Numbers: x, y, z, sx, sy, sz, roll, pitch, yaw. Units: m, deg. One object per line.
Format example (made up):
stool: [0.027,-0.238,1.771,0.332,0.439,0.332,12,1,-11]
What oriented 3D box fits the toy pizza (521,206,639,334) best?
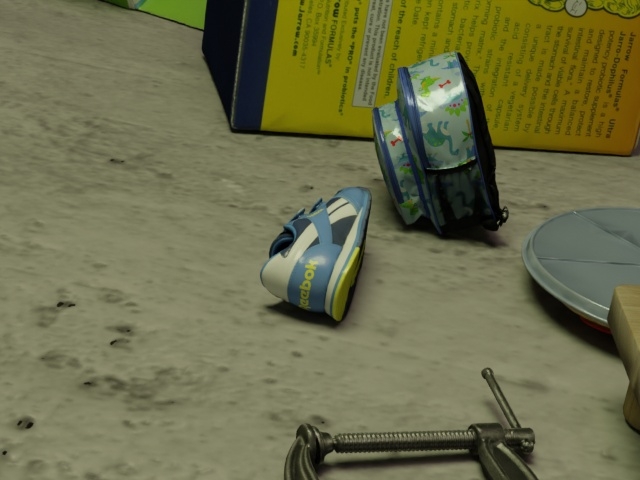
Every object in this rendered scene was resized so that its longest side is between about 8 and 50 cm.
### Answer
toy pizza: [0.233,0.031,1.008,0.201,0.032,0.201,6,25,-3]

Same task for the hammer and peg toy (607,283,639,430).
hammer and peg toy: [0.344,0.108,0.762,0.361,0.127,0.266,8,25,-3]

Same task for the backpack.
backpack: [0.081,-0.071,1.078,0.084,0.114,0.105,-12,27,3]

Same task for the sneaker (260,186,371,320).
sneaker: [0.000,0.000,0.973,0.059,0.053,0.144,9,23,6]

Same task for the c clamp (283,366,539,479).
c clamp: [0.050,0.117,0.779,0.160,0.022,0.137,-2,32,-25]

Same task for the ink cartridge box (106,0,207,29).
ink cartridge box: [-0.139,-0.316,1.471,0.255,0.097,0.189,20,56,23]

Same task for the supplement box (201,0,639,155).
supplement box: [0.094,-0.207,1.279,0.356,0.195,0.194,3,25,-14]
